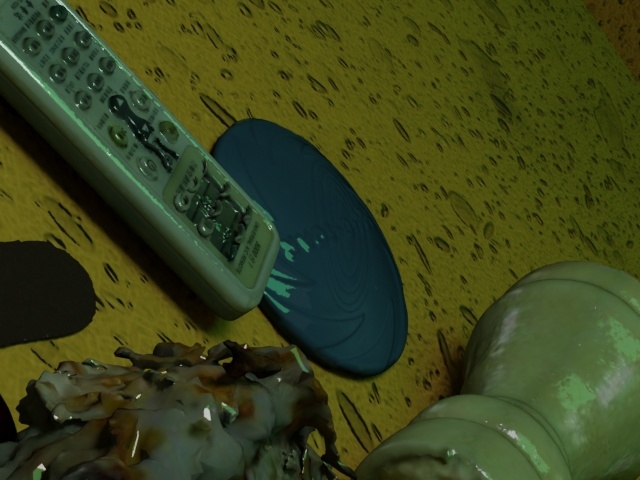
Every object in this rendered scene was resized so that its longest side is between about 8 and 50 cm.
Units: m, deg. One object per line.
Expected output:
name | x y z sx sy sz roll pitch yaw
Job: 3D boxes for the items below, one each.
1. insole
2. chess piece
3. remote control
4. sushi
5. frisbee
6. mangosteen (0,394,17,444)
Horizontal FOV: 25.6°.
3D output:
insole | -0.266 0.037 0.965 0.328 0.007 0.111 0 63 -58
chess piece | 0.188 0.189 1.334 0.234 0.234 0.442 58 33 1
remote control | -0.166 -0.075 1.177 0.335 0.065 0.128 47 27 -18
sushi | -0.086 0.253 0.801 0.417 0.176 0.417 22 64 -59
frisbee | 0.004 -0.003 1.390 0.289 0.049 0.289 39 33 -32
mangosteen | -0.243 0.117 0.814 0.140 0.140 0.140 39 33 -31
